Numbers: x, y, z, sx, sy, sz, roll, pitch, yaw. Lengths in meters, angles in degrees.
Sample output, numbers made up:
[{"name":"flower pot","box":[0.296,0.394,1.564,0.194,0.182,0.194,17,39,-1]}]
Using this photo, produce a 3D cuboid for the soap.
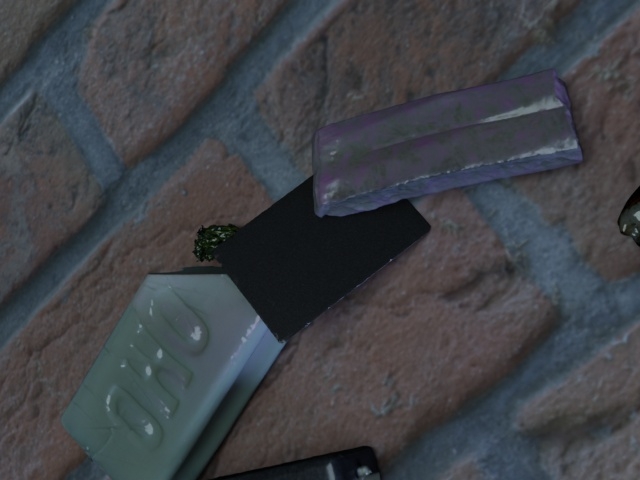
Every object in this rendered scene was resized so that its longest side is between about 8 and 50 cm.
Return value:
[{"name":"soap","box":[-0.169,0.152,1.215,0.173,0.095,0.289,39,104,24]}]

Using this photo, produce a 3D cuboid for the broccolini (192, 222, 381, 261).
[{"name":"broccolini","box":[-0.040,-0.001,1.192,0.239,0.051,0.054,-4,128,22]}]

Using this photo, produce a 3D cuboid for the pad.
[{"name":"pad","box":[0.000,0.000,1.135,0.211,0.003,0.143,-36,69,-7]}]

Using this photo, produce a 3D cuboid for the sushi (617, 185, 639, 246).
[{"name":"sushi","box":[0.325,-0.036,0.994,0.046,0.044,0.083,46,105,22]}]

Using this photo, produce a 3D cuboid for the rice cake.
[{"name":"rice cake","box":[0.127,-0.102,1.086,0.298,0.050,0.106,-12,66,25]}]

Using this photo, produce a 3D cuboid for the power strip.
[{"name":"power strip","box":[-0.055,0.288,1.139,0.256,0.105,0.070,-19,79,26]}]
